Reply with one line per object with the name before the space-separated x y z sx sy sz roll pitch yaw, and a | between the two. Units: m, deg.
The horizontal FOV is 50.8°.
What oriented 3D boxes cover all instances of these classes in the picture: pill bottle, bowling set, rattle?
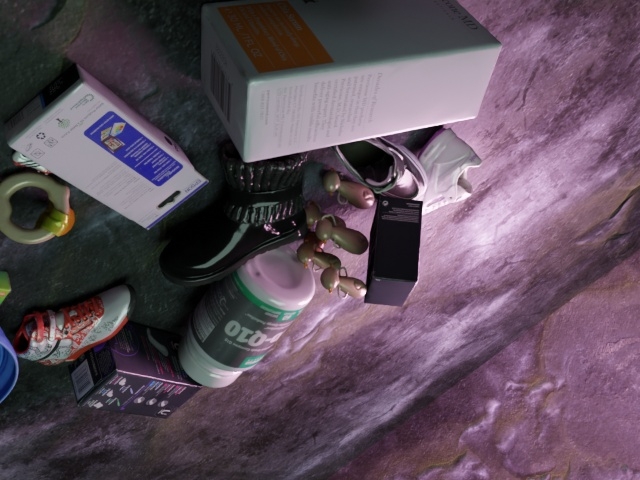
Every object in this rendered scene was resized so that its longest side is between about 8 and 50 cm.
pill bottle | -0.185 0.178 1.588 0.204 0.204 0.361 5 136 -40
bowling set | 0.000 0.000 1.542 0.199 0.287 0.154 -14 154 42
rattle | -0.544 -0.064 1.189 0.199 0.143 0.130 2 105 -15

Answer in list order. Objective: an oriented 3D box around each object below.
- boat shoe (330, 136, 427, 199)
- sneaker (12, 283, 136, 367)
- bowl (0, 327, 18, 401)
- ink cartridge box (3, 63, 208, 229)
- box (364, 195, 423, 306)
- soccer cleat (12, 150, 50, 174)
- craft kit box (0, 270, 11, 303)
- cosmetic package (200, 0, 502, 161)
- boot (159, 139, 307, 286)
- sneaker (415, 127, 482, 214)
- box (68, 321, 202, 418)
boat shoe | 0.116 -0.154 1.426 0.121 0.119 0.335 -40 132 25
sneaker | -0.531 0.175 1.442 0.270 0.090 0.145 -37 147 14
bowl | -0.787 0.253 1.275 0.391 0.077 0.391 -20 144 -15
ink cartridge box | -0.361 -0.150 1.185 0.165 0.065 0.332 -36 143 9
box | 0.161 0.033 1.526 0.103 0.184 0.261 8 163 2
soccer cleat | -0.479 -0.136 1.147 0.083 0.029 0.036 13 131 -39
craft kit box | -0.759 0.136 1.263 0.246 0.061 0.249 -44 143 24
cosmetic package | 0.046 -0.299 1.149 0.453 0.230 0.162 -14 141 -22
boot | -0.182 -0.068 1.356 0.347 0.131 0.260 -27 149 -15
sneaker | 0.263 -0.110 1.596 0.114 0.152 0.305 -39 163 -51
box | -0.440 0.305 1.602 0.143 0.165 0.270 -42 143 16
